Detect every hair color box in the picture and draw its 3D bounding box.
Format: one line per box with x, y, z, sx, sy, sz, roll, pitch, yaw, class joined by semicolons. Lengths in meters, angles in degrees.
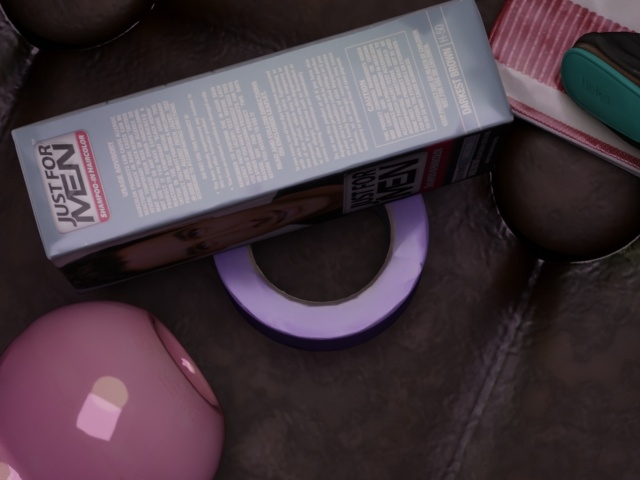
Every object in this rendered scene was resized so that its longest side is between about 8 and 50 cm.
-0.044;-0.072;1.482;0.375;0.185;0.113;-16;80;-2;hair color box

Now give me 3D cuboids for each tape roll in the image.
0.000;0.000;1.603;0.189;0.080;0.189;0;79;0;tape roll

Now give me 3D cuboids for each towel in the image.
0.305;-0.228;1.669;0.237;0.037;0.329;26;82;3;towel

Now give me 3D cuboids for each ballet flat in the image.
0.315;-0.093;1.541;0.096;0.095;0.280;-16;50;-24;ballet flat

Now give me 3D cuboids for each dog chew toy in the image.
-0.245;0.198;1.513;0.332;0.206;0.206;-35;80;2;dog chew toy
